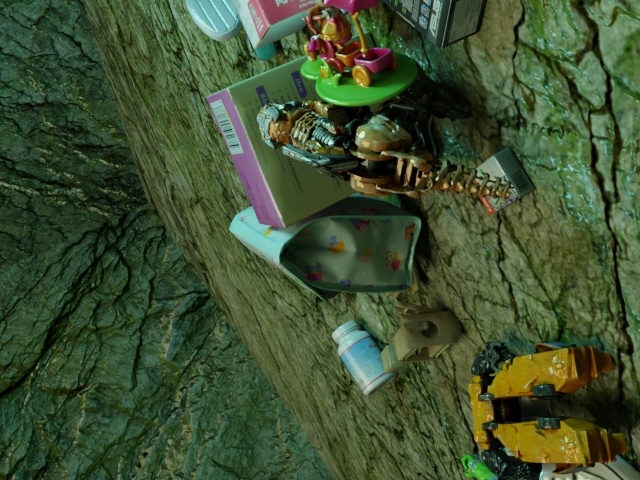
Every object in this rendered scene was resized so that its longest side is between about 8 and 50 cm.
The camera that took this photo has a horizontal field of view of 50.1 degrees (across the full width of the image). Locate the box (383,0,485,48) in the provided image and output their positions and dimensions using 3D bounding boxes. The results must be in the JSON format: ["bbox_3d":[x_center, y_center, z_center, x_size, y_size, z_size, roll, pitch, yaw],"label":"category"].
[{"bbox_3d":[0.106,-0.381,0.743,0.216,0.060,0.270,51,157,30],"label":"box"}]

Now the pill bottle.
[{"bbox_3d":[0.096,0.266,1.566,0.160,0.087,0.087,55,159,19],"label":"pill bottle"}]

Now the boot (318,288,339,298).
[{"bbox_3d":[-0.034,0.040,1.619,0.208,0.076,0.190,-4,98,62],"label":"boot"}]

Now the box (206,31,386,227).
[{"bbox_3d":[-0.013,-0.167,1.042,0.117,0.243,0.214,11,127,66],"label":"box"}]

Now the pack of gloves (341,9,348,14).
[{"bbox_3d":[-0.012,-0.400,0.920,0.232,0.046,0.195,-108,8,-56],"label":"pack of gloves"}]

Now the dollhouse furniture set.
[{"bbox_3d":[0.172,0.141,1.263,0.182,0.101,0.161,108,156,-64],"label":"dollhouse furniture set"}]

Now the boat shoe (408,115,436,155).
[{"bbox_3d":[0.140,-0.151,0.987,0.046,0.038,0.125,43,153,43],"label":"boat shoe"}]

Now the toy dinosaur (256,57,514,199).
[{"bbox_3d":[0.077,-0.109,0.864,0.322,0.218,0.164,42,130,15],"label":"toy dinosaur"}]

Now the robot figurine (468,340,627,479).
[{"bbox_3d":[0.300,0.239,0.968,0.291,0.085,0.211,131,138,-70],"label":"robot figurine"}]

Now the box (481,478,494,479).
[{"bbox_3d":[0.324,0.419,1.092,0.179,0.105,0.043,-4,82,37],"label":"box"}]

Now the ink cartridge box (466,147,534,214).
[{"bbox_3d":[0.224,-0.070,0.894,0.063,0.029,0.115,60,160,6],"label":"ink cartridge box"}]

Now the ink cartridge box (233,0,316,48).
[{"bbox_3d":[-0.102,-0.446,1.081,0.237,0.100,0.172,66,170,-9],"label":"ink cartridge box"}]

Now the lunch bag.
[{"bbox_3d":[0.000,0.000,1.154,0.223,0.262,0.160,30,119,59],"label":"lunch bag"}]

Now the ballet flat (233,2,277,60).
[{"bbox_3d":[-0.126,-0.428,1.266,0.070,0.070,0.188,41,148,47],"label":"ballet flat"}]

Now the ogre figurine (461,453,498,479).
[{"bbox_3d":[0.338,0.480,1.232,0.118,0.096,0.197,129,124,-81],"label":"ogre figurine"}]

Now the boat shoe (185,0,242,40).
[{"bbox_3d":[-0.230,-0.515,1.378,0.094,0.109,0.302,73,173,-71],"label":"boat shoe"}]

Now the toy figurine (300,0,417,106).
[{"bbox_3d":[0.028,-0.270,0.828,0.173,0.130,0.159,30,147,41],"label":"toy figurine"}]

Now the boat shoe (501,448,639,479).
[{"bbox_3d":[0.362,0.347,1.006,0.267,0.088,0.096,12,127,66],"label":"boat shoe"}]
